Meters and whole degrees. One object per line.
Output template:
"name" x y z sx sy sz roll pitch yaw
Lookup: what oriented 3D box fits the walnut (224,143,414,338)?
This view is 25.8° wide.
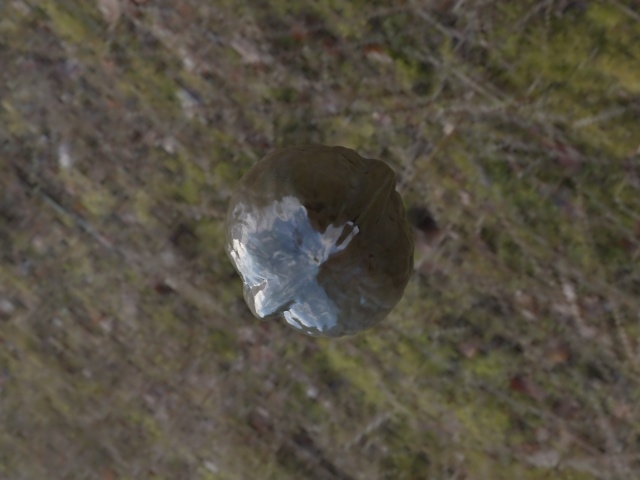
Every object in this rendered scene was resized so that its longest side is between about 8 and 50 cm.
"walnut" -0.002 0.001 1.711 0.248 0.248 0.248 28 153 16
